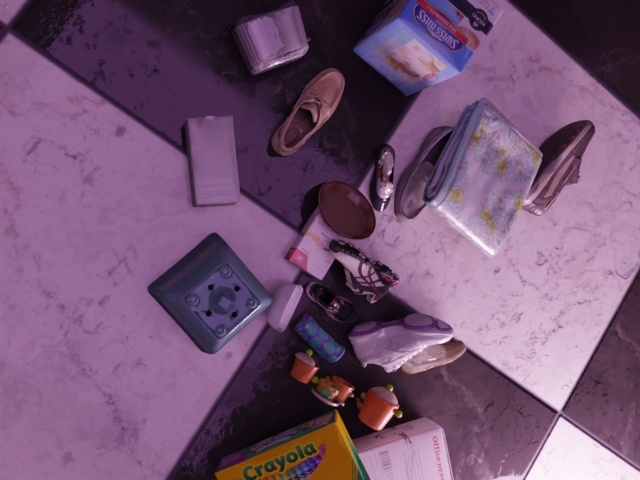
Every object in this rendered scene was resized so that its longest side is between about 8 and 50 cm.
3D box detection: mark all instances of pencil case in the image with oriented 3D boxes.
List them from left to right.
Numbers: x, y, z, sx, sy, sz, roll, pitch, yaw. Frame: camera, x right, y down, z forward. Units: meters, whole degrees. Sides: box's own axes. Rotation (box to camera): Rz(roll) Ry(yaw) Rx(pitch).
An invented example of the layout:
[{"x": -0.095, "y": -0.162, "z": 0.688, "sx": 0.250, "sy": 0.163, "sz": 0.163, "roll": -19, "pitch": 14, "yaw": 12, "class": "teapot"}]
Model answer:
[{"x": -0.002, "y": 0.284, "z": 1.925, "sx": 0.151, "sy": 0.064, "sz": 0.070, "roll": 46, "pitch": 34, "yaw": -13, "class": "pencil case"}]

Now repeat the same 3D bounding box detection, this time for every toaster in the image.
[{"x": -0.141, "y": -0.551, "z": 1.839, "sx": 0.227, "sy": 0.129, "sz": 0.146, "roll": -24, "pitch": 100, "yaw": -17, "class": "toaster"}]

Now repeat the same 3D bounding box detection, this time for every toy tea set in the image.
[{"x": 0.078, "y": 0.404, "z": 1.886, "sx": 0.336, "sy": 0.200, "sz": 0.124, "roll": 29, "pitch": 91, "yaw": -10, "class": "toy tea set"}]

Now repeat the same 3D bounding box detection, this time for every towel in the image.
[{"x": 0.488, "y": -0.186, "z": 1.974, "sx": 0.321, "sy": 0.090, "sz": 0.374, "roll": 35, "pitch": 76, "yaw": -27, "class": "towel"}]

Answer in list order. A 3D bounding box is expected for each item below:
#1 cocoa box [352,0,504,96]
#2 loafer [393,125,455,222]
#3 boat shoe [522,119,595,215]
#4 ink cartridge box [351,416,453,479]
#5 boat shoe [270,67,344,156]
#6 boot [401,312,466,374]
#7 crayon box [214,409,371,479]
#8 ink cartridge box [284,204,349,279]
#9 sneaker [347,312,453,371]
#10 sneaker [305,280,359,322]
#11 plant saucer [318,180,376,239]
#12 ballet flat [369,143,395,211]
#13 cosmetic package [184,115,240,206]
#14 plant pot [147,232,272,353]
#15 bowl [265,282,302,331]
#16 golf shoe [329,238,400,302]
[{"x": 0.285, "y": -0.580, "z": 1.854, "sx": 0.231, "sy": 0.347, "sz": 0.227, "roll": 37, "pitch": 81, "yaw": -15, "class": "cocoa box"}, {"x": 0.316, "y": -0.201, "z": 1.991, "sx": 0.112, "sy": 0.111, "sz": 0.319, "roll": 26, "pitch": 83, "yaw": -16, "class": "loafer"}, {"x": 0.752, "y": -0.228, "z": 2.130, "sx": 0.130, "sy": 0.132, "sz": 0.355, "roll": 42, "pitch": 88, "yaw": -23, "class": "boat shoe"}, {"x": 0.229, "y": 0.668, "z": 1.974, "sx": 0.283, "sy": 0.117, "sz": 0.207, "roll": -12, "pitch": 94, "yaw": -16, "class": "ink cartridge box"}, {"x": -0.024, "y": -0.366, "z": 1.891, "sx": 0.109, "sy": 0.098, "sz": 0.302, "roll": 40, "pitch": 80, "yaw": -14, "class": "boat shoe"}, {"x": 0.326, "y": 0.296, "z": 2.019, "sx": 0.213, "sy": 0.077, "sz": 0.164, "roll": -18, "pitch": 95, "yaw": -10, "class": "boot"}, {"x": -0.055, "y": 0.681, "z": 1.831, "sx": 0.363, "sy": 0.106, "sz": 0.312, "roll": -25, "pitch": 98, "yaw": 6, "class": "crayon box"}, {"x": 0.000, "y": 0.000, "z": 1.920, "sx": 0.115, "sy": 0.067, "sz": 0.198, "roll": 34, "pitch": 81, "yaw": -15, "class": "ink cartridge box"}, {"x": 0.240, "y": 0.298, "z": 1.936, "sx": 0.305, "sy": 0.114, "sz": 0.152, "roll": -9, "pitch": 106, "yaw": 22, "class": "sneaker"}, {"x": 0.038, "y": 0.185, "z": 1.930, "sx": 0.178, "sy": 0.077, "sz": 0.071, "roll": 31, "pitch": 83, "yaw": -16, "class": "sneaker"}, {"x": 0.070, "y": -0.081, "z": 1.918, "sx": 0.199, "sy": 0.036, "sz": 0.198, "roll": 19, "pitch": 51, "yaw": -26, "class": "plant saucer"}, {"x": 0.188, "y": -0.187, "z": 1.975, "sx": 0.074, "sy": 0.074, "sz": 0.203, "roll": 7, "pitch": 89, "yaw": -17, "class": "ballet flat"}, {"x": -0.294, "y": -0.214, "z": 1.812, "sx": 0.127, "sy": 0.107, "sz": 0.237, "roll": -4, "pitch": 89, "yaw": -17, "class": "cosmetic package"}, {"x": -0.272, "y": 0.146, "z": 1.744, "sx": 0.247, "sy": 0.252, "sz": 0.247, "roll": -42, "pitch": 102, "yaw": -13, "class": "plant pot"}, {"x": -0.105, "y": 0.180, "z": 1.863, "sx": 0.053, "sy": 0.142, "sz": 0.142, "roll": 25, "pitch": 84, "yaw": 9, "class": "bowl"}, {"x": 0.111, "y": 0.093, "z": 1.908, "sx": 0.273, "sy": 0.105, "sz": 0.120, "roll": 33, "pitch": 99, "yaw": -36, "class": "golf shoe"}]
